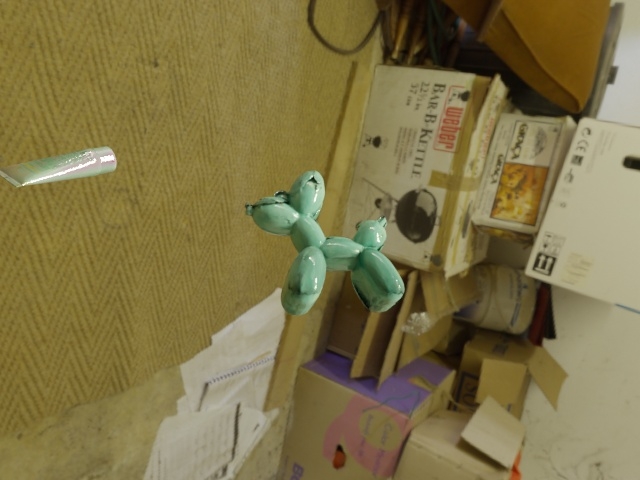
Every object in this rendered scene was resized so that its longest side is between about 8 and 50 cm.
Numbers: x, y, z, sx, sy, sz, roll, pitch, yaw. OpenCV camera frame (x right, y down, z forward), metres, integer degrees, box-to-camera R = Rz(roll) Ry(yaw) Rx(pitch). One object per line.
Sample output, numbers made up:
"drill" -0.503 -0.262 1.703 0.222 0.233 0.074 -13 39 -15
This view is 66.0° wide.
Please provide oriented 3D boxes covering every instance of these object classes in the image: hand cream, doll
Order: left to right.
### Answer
"hand cream" -0.429 -0.120 0.814 0.174 0.076 0.047 -26 135 -48
"doll" 0.000 0.000 0.513 0.059 0.160 0.158 115 -24 -54
